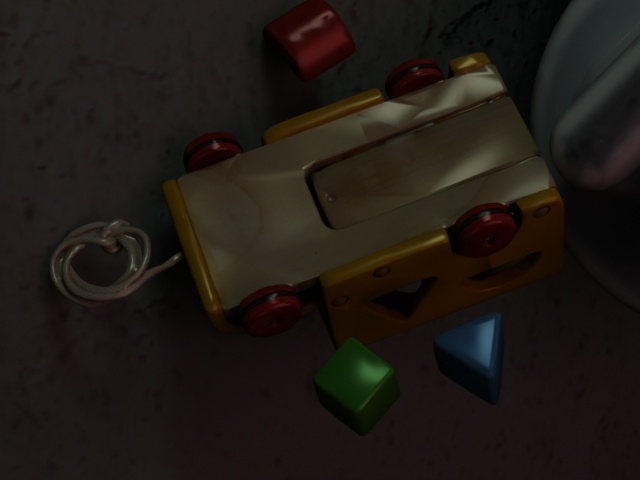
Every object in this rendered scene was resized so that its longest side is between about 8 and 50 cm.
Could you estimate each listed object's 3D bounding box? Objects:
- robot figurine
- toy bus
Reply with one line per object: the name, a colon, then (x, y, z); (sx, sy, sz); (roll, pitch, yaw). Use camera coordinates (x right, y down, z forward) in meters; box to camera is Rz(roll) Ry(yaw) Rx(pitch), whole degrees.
robot figurine: (0.231, -0.063, 0.816); (0.300, 0.200, 0.353); (51, 24, 8)
toy bus: (0.013, 0.000, 0.742); (0.191, 0.202, 0.104); (-61, 159, -24)
